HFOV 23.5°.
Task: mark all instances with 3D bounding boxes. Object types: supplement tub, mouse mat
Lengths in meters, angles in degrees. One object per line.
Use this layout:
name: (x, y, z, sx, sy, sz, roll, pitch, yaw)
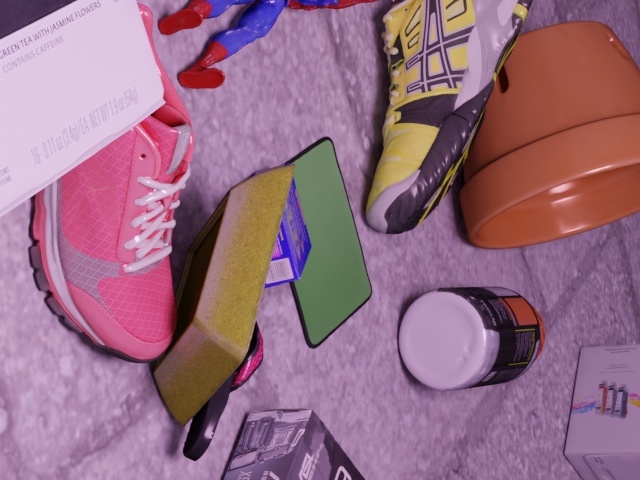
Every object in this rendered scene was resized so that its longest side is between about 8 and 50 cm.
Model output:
supplement tub: (0.181, 0.111, 1.778, 0.190, 0.117, 0.117, 3, 82, -59)
mouse mat: (0.000, 0.000, 1.602, 0.152, 0.007, 0.189, -38, 116, -55)

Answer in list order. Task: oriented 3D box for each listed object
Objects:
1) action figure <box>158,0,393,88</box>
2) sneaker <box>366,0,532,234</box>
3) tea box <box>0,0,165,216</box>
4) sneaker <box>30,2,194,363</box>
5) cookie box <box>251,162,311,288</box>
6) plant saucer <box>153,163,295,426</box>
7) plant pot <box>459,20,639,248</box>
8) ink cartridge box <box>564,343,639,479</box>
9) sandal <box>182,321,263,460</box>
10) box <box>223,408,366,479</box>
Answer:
action figure: (-0.025, -0.239, 1.482, 0.280, 0.139, 0.091, -51, 129, -53)
sneaker: (0.124, -0.183, 1.739, 0.145, 0.147, 0.384, 99, 14, -72)
tea box: (-0.309, -0.163, 0.799, 0.220, 0.329, 0.323, -44, 123, -52)
sneaker: (-0.158, -0.047, 1.220, 0.116, 0.136, 0.313, -35, 115, -55)
cookie box: (-0.042, -0.015, 1.467, 0.107, 0.040, 0.091, -68, 144, -73)
plant saucer: (-0.091, 0.043, 1.322, 0.045, 0.188, 0.188, 20, 60, -12)
plant pot: (0.293, -0.134, 1.878, 0.291, 0.291, 0.203, 10, 60, -58)
ink cartridge box: (0.432, 0.252, 2.163, 0.128, 0.127, 0.176, 49, 46, -44)
sandal: (-0.077, 0.113, 1.357, 0.040, 0.067, 0.179, 21, 68, -13)
box: (-0.029, 0.348, 1.425, 0.242, 0.077, 0.307, 57, 41, -38)
